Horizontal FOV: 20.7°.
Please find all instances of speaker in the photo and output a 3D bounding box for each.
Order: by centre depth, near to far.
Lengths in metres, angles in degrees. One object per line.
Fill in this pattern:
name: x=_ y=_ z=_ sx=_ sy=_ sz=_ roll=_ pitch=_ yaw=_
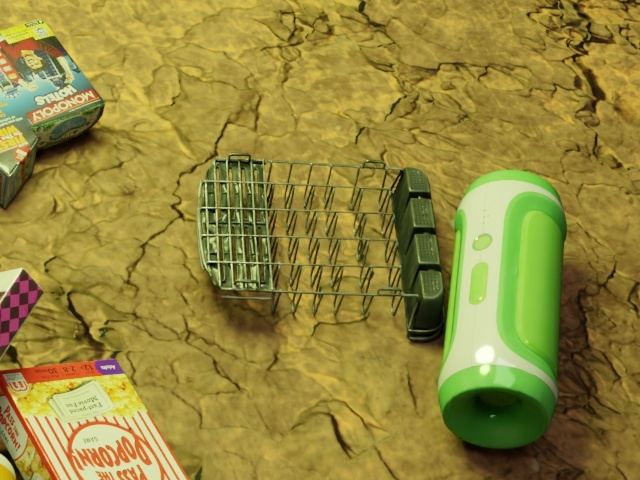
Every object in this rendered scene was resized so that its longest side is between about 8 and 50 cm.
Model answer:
speaker: x=0.194 y=0.068 z=1.845 sx=0.131 sy=0.131 sz=0.296 roll=13 pitch=49 yaw=-4

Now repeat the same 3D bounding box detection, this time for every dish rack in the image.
dish rack: x=0.000 y=0.000 z=1.894 sx=0.272 sy=0.074 sz=0.208 roll=3 pitch=50 yaw=-10

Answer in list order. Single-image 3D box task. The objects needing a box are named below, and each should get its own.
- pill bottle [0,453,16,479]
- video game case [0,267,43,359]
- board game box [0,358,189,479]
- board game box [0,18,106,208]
pill bottle: x=-0.329 y=0.262 z=1.561 sx=0.117 sy=0.117 sz=0.215 roll=1 pitch=51 yaw=-14
video game case: x=-0.387 y=0.130 z=1.619 sx=0.042 sy=0.210 sz=0.232 roll=54 pitch=44 yaw=-28
board game box: x=-0.214 y=0.203 z=1.655 sx=0.147 sy=0.045 sz=0.193 roll=-3 pitch=49 yaw=-47
board game box: x=-0.345 y=-0.135 z=1.920 sx=0.194 sy=0.060 sz=0.194 roll=-22 pitch=61 yaw=-29
